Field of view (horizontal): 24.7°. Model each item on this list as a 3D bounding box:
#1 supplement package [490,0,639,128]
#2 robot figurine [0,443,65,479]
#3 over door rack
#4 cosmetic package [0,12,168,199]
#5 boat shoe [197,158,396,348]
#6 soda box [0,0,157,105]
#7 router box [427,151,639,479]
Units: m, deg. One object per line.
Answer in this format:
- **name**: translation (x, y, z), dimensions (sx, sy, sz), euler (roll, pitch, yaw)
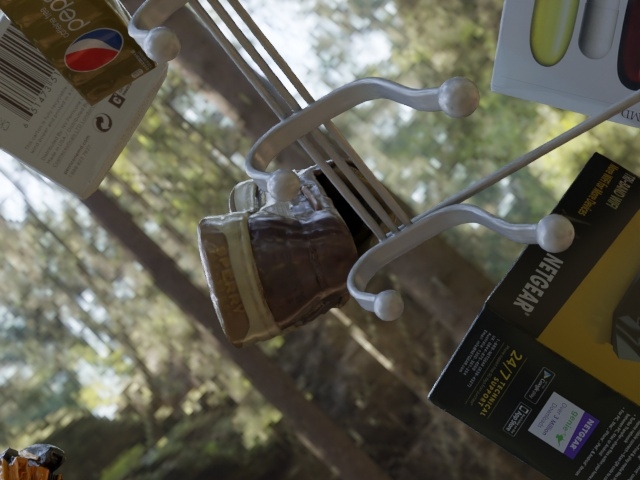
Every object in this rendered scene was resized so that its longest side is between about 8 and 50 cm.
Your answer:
- **supplement package**: translation (0.273, -0.213, 1.245), dimensions (0.149, 0.194, 0.203), euler (-25, -53, -56)
- **robot figurine**: translation (-0.326, 0.305, 1.308), dimensions (0.291, 0.211, 0.085), euler (-39, -47, 23)
- **over door rack**: translation (0.096, -0.120, 0.781), dimensions (0.324, 0.108, 0.239), euler (-36, -57, 6)
- **cosmetic package**: translation (-0.246, -0.142, 1.394), dimensions (0.151, 0.151, 0.183), euler (-58, 7, 0)
- **boat shoe**: translation (0.000, 0.000, 1.086), dimensions (0.123, 0.123, 0.342), euler (-18, 1, 7)
- **soda box**: translation (-0.182, -0.167, 1.020), dimensions (0.061, 0.058, 0.181), euler (-31, -26, 3)
- **router box**: translation (0.234, 0.077, 0.964), dimensions (0.081, 0.243, 0.309), euler (-62, -9, 29)
